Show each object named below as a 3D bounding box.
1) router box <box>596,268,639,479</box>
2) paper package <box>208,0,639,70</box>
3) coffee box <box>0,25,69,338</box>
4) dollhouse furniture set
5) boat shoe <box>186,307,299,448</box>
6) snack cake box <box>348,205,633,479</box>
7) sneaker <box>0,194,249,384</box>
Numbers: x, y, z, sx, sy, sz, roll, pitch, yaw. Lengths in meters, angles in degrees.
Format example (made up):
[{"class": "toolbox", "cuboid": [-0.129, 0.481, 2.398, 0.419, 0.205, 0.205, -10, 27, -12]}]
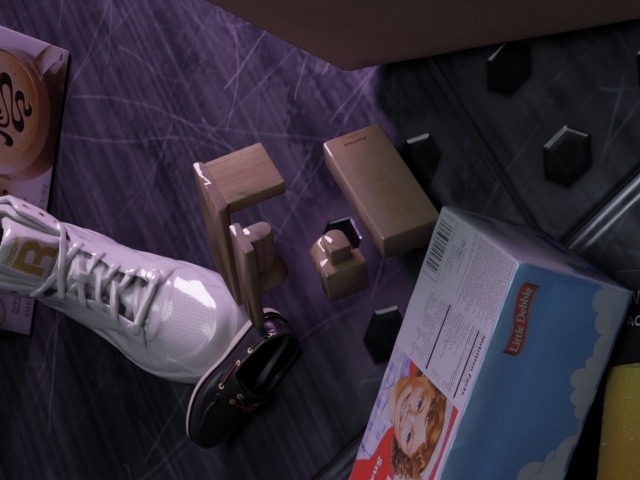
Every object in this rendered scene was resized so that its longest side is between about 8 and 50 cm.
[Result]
[{"class": "router box", "cuboid": [0.312, 0.136, 1.025, 0.309, 0.081, 0.243, -4, 73, 44]}, {"class": "paper package", "cuboid": [0.052, -0.262, 1.242, 0.325, 0.309, 0.168, -5, 69, 43]}, {"class": "coffee box", "cuboid": [-0.362, -0.061, 1.686, 0.119, 0.168, 0.297, -5, 73, 43]}, {"class": "dollhouse furniture set", "cuboid": [0.000, 0.000, 1.395, 0.151, 0.123, 0.144, -21, 52, -12]}, {"class": "boat shoe", "cuboid": [-0.066, 0.119, 1.423, 0.133, 0.049, 0.042, -55, 39, 10]}, {"class": "snack cake box", "cuboid": [0.102, 0.125, 1.172, 0.152, 0.089, 0.264, -134, 61, -68]}, {"class": "sneaker", "cuboid": [-0.201, 0.042, 1.497, 0.292, 0.169, 0.108, 18, 89, 45]}]
